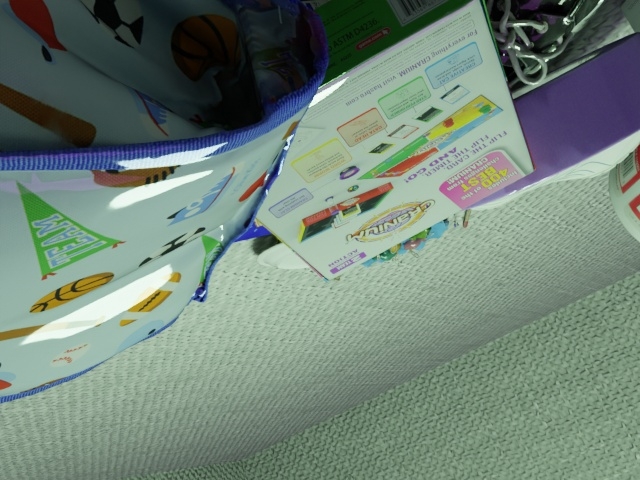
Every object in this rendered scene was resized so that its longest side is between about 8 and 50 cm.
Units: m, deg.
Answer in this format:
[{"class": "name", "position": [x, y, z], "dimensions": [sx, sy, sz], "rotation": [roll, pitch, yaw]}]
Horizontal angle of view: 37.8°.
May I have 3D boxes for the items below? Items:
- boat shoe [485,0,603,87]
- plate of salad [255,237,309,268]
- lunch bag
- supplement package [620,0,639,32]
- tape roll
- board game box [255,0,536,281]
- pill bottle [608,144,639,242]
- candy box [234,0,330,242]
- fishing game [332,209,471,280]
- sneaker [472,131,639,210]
[{"class": "boat shoe", "position": [0.179, -0.206, 0.873], "dimensions": [0.306, 0.113, 0.105], "rotation": [-38, -159, 56]}, {"class": "plate of salad", "position": [0.000, 0.000, 1.385], "dimensions": [0.200, 0.048, 0.200], "rotation": [-12, 168, -3]}, {"class": "lunch bag", "position": [-0.222, -0.042, 0.553], "dimensions": [0.386, 0.238, 0.328], "rotation": [1, 151, -23]}, {"class": "supplement package", "position": [0.506, -0.216, 0.997], "dimensions": [0.198, 0.262, 0.199], "rotation": [-12, 159, -27]}, {"class": "tape roll", "position": [0.251, -0.133, 1.064], "dimensions": [0.275, 0.090, 0.275], "rotation": [-28, -175, 3]}, {"class": "board game box", "position": [0.046, -0.086, 0.804], "dimensions": [0.242, 0.064, 0.316], "rotation": [-28, 154, 8]}, {"class": "pill bottle", "position": [0.610, -0.147, 1.358], "dimensions": [0.229, 0.229, 0.407], "rotation": [-16, 161, -17]}, {"class": "candy box", "position": [-0.049, -0.109, 0.907], "dimensions": [0.317, 0.122, 0.268], "rotation": [-12, 156, -25]}, {"class": "fishing game", "position": [0.138, 0.010, 1.577], "dimensions": [0.264, 0.041, 0.189], "rotation": [-21, 164, -2]}, {"class": "sneaker", "position": [0.315, -0.120, 1.261], "dimensions": [0.297, 0.111, 0.129], "rotation": [-26, 176, 10]}]
